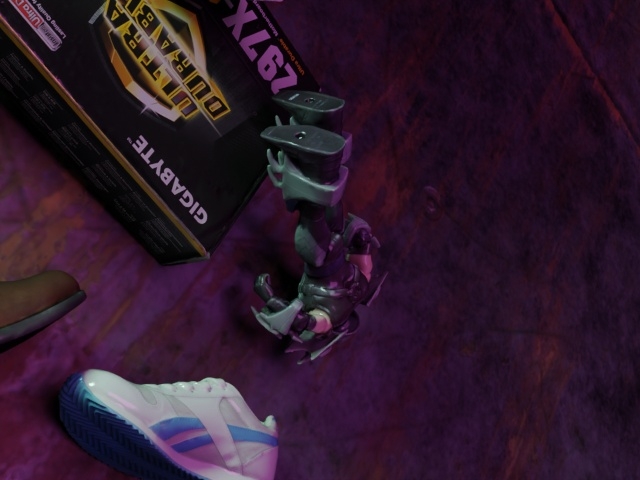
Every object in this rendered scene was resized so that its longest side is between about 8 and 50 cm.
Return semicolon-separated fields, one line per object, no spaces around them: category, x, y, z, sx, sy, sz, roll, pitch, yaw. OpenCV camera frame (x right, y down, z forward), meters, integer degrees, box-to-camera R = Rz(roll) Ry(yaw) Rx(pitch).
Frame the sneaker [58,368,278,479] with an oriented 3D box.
sneaker;-0.128;0.161;0.709;0.228;0.087;0.092;40;48;-37

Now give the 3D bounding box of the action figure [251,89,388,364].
action figure;0.000;0.000;0.812;0.185;0.099;0.285;-58;149;-49

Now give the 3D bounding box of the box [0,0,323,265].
box;-0.157;-0.178;0.745;0.322;0.079;0.257;53;48;-28

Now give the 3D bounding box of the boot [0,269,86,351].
boot;-0.330;-0.033;0.588;0.264;0.096;0.280;-16;83;-36
